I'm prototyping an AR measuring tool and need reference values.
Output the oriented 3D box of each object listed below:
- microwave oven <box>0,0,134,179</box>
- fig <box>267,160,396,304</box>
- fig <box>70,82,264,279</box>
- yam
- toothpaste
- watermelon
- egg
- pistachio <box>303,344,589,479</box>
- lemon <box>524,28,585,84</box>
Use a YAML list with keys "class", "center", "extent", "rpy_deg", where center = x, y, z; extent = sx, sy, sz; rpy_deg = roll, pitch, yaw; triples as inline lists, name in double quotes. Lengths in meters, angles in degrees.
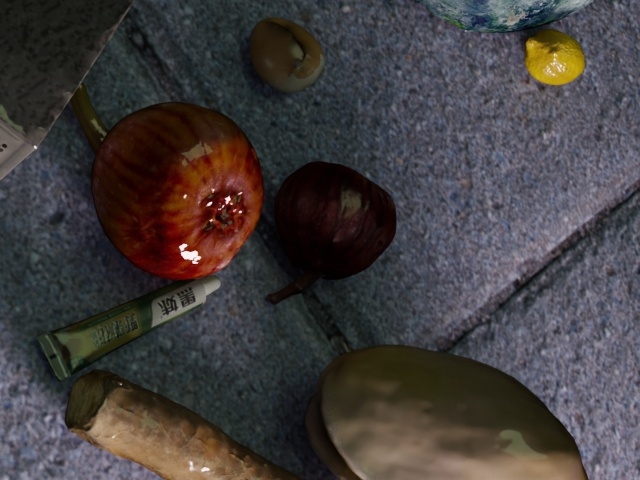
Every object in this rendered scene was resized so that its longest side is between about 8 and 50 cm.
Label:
- class: "microwave oven"
  center: [-0.399, -0.273, 1.640]
  extent: [0.432, 0.236, 0.374]
  rpy_deg: [37, 57, -15]
- class: "fig"
  center: [0.002, -0.017, 1.876]
  extent: [0.150, 0.128, 0.128]
  rpy_deg: [-31, 90, -32]
- class: "fig"
  center: [-0.157, -0.059, 1.785]
  extent: [0.175, 0.207, 0.175]
  rpy_deg: [-20, 119, -41]
- class: "yam"
  center: [-0.076, 0.223, 1.756]
  extent: [0.356, 0.081, 0.081]
  rpy_deg: [28, 59, -22]
- class: "toothpaste"
  center: [-0.178, 0.076, 1.775]
  extent: [0.204, 0.031, 0.049]
  rpy_deg: [-25, 86, -34]
- class: "watermelon"
  center: [0.205, -0.335, 2.148]
  extent: [0.318, 0.148, 0.226]
  rpy_deg: [1, 53, -19]
- class: "egg"
  center: [-0.038, -0.196, 1.949]
  extent: [0.071, 0.071, 0.083]
  rpy_deg: [-30, 77, -37]
- class: "pistachio"
  center: [0.122, 0.209, 1.811]
  extent: [0.288, 0.166, 0.197]
  rpy_deg: [16, 54, 3]
- class: "lemon"
  center: [0.270, -0.215, 2.159]
  extent: [0.092, 0.065, 0.065]
  rpy_deg: [20, 62, -36]
